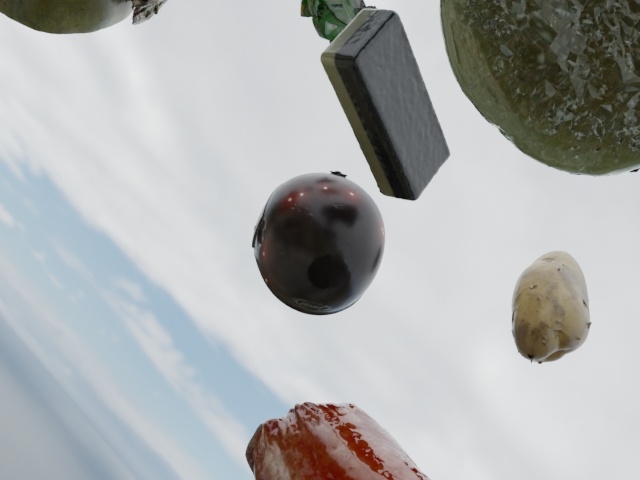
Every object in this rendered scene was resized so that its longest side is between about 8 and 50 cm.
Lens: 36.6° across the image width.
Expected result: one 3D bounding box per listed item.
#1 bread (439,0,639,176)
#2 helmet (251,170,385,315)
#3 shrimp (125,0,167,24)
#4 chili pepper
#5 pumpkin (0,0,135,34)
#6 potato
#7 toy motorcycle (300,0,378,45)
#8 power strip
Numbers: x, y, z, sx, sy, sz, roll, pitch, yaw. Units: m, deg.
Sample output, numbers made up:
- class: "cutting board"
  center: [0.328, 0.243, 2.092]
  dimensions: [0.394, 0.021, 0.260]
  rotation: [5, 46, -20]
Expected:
- class: "bread"
  center: [0.222, -0.177, 0.739]
  dimensions: [0.267, 0.267, 0.040]
  rotation: [53, 0, -10]
- class: "helmet"
  center: [0.000, 0.000, 1.425]
  dimensions: [0.189, 0.216, 0.193]
  rotation: [15, -23, -14]
- class: "shrimp"
  center: [-0.254, -0.354, 1.416]
  dimensions: [0.041, 0.099, 0.180]
  rotation: [43, 18, -8]
- class: "chili pepper"
  center: [0.067, 0.331, 1.090]
  dimensions: [0.251, 0.229, 0.305]
  rotation: [53, 1, -38]
- class: "pumpkin"
  center: [-0.393, -0.457, 1.459]
  dimensions: [0.332, 0.332, 0.199]
  rotation: [42, -29, 25]
- class: "potato"
  center: [0.395, 0.112, 1.629]
  dimensions: [0.128, 0.235, 0.161]
  rotation: [-5, -76, 30]
- class: "toy motorcycle"
  center: [0.028, -0.353, 1.529]
  dimensions: [0.190, 0.106, 0.074]
  rotation: [60, -12, -28]
- class: "power strip"
  center: [0.089, -0.167, 1.256]
  dimensions: [0.070, 0.105, 0.257]
  rotation: [16, -34, 42]
